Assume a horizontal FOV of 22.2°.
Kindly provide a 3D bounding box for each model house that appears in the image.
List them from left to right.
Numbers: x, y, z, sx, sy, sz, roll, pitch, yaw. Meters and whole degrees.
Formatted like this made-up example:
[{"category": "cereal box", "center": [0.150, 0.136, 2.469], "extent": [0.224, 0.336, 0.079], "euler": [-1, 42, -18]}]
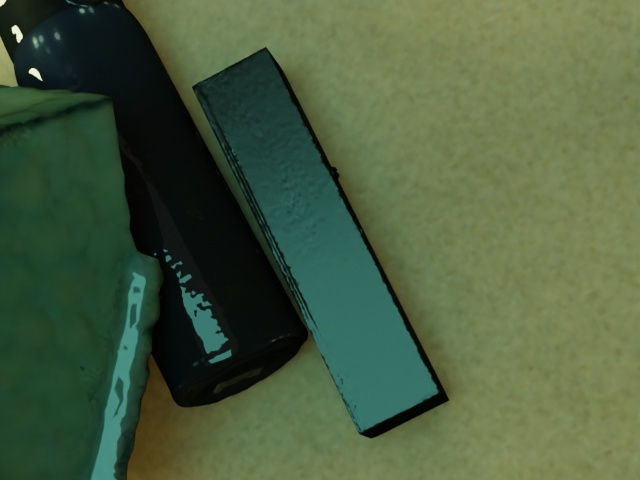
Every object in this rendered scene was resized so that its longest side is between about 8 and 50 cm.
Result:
[{"category": "model house", "center": [-0.241, 0.065, 0.764], "extent": [0.280, 0.230, 0.249], "euler": [9, 111, 40]}]

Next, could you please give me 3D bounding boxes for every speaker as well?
[{"category": "speaker", "center": [0.000, 0.000, 0.791], "extent": [0.046, 0.040, 0.191], "euler": [-28, 75, 5]}]

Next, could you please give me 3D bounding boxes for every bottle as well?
[{"category": "bottle", "center": [-0.091, -0.040, 0.809], "extent": [0.244, 0.072, 0.082], "euler": [61, 143, 16]}]
